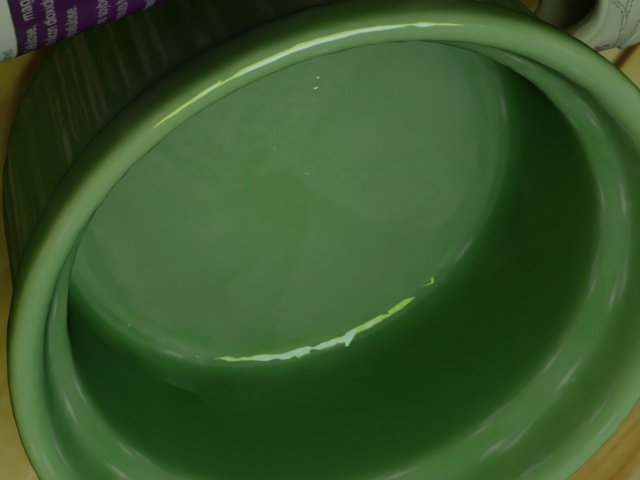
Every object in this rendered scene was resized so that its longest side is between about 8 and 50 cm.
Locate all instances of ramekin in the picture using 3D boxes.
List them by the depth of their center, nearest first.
[{"bbox_3d":[0.000,0.000,0.766,0.303,0.148,0.303,-10,127,-13],"label":"ramekin"}]

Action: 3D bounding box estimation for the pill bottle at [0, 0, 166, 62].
[{"bbox_3d":[-0.129,-0.159,0.626,0.323,0.181,0.181,-22,123,-12],"label":"pill bottle"}]

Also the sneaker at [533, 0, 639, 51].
[{"bbox_3d":[0.126,-0.214,0.750,0.152,0.114,0.305,-25,124,-11],"label":"sneaker"}]
